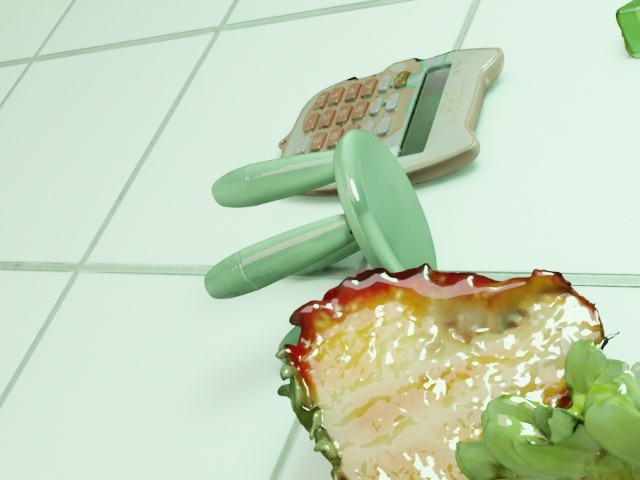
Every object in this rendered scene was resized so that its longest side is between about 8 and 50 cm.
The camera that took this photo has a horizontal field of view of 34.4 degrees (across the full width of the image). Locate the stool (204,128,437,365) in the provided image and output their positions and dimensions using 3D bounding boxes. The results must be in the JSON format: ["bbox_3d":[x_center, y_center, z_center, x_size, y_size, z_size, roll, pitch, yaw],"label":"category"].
[{"bbox_3d":[0.000,0.000,1.134,0.198,0.195,0.195,-22,43,21],"label":"stool"}]

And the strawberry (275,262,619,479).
[{"bbox_3d":[0.106,0.131,0.976,0.280,0.150,0.253,-44,59,-9],"label":"strawberry"}]

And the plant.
[{"bbox_3d":[0.245,0.217,0.791,0.261,0.305,0.297,-59,-3,6],"label":"plant"}]

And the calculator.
[{"bbox_3d":[0.079,-0.146,1.333,0.329,0.048,0.220,-6,51,36],"label":"calculator"}]

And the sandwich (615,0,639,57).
[{"bbox_3d":[0.393,-0.281,1.198,0.074,0.074,0.116,-3,51,34],"label":"sandwich"}]
